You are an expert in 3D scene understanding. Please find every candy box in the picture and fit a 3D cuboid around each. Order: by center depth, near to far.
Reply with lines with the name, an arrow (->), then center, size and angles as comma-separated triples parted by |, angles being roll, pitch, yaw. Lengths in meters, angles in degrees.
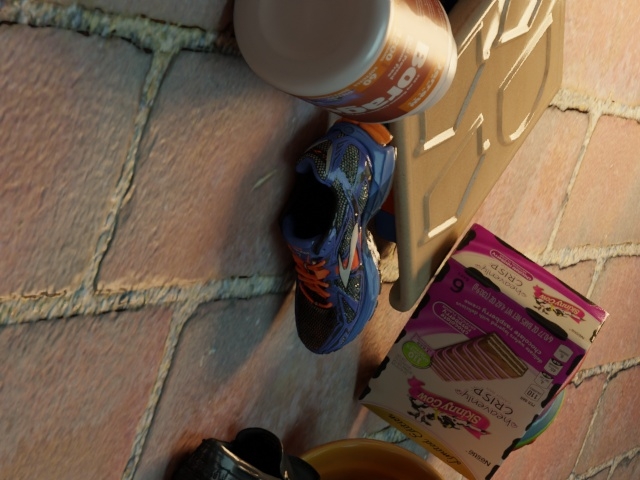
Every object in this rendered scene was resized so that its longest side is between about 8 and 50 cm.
candy box -> 0.155, 0.116, 1.832 | 0.071, 0.159, 0.233 | -49, 171, -46

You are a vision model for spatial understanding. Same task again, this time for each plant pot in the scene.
plant pot -> 0.033, 0.312, 1.809 | 0.205, 0.205, 0.188 | -60, 173, -18

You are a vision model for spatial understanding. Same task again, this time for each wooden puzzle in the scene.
wooden puzzle -> 0.133, -0.146, 1.734 | 0.322, 0.080, 0.348 | -54, 160, -30

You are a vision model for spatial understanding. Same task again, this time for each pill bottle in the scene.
pill bottle -> 0.029, -0.153, 1.406 | 0.121, 0.121, 0.216 | -68, 158, 4

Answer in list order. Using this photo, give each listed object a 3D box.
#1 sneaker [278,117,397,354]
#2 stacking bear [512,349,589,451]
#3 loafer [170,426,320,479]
sneaker -> 0.000, 0.000, 1.575 | 0.087, 0.083, 0.221 | -24, 129, -42
stacking bear -> 0.199, 0.161, 2.092 | 0.164, 0.175, 0.289 | -63, 166, -15
loafer -> -0.053, 0.203, 1.629 | 0.078, 0.076, 0.223 | -62, 156, 8
